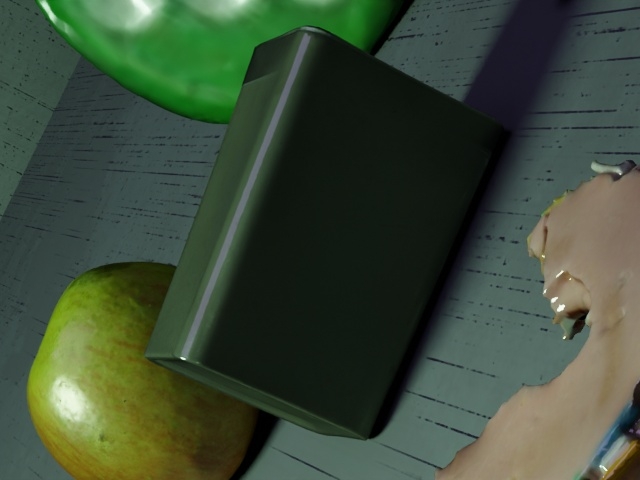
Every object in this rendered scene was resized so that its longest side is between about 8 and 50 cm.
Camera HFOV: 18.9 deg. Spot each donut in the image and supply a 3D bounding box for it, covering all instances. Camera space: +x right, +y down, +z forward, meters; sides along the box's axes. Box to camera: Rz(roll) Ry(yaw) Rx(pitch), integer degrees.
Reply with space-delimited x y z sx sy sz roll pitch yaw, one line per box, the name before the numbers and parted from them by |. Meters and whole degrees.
donut | 0.148 0.071 0.948 0.233 0.085 0.199 -66 18 -10

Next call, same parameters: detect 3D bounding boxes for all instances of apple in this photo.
apple | -0.139 0.108 1.510 0.196 0.196 0.196 -51 22 30

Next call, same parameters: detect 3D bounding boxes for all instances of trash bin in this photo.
trash bin | 0.000 0.000 1.324 0.122 0.164 0.240 -7 61 68

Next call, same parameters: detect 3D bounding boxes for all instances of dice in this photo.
dice | -0.076 -0.304 1.716 0.300 0.297 0.287 -49 21 37
